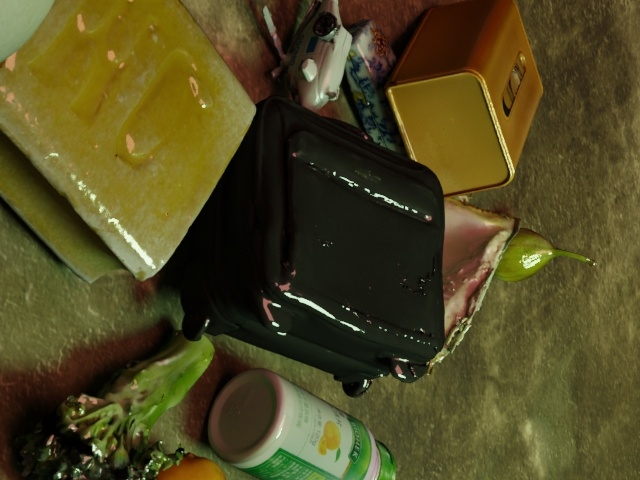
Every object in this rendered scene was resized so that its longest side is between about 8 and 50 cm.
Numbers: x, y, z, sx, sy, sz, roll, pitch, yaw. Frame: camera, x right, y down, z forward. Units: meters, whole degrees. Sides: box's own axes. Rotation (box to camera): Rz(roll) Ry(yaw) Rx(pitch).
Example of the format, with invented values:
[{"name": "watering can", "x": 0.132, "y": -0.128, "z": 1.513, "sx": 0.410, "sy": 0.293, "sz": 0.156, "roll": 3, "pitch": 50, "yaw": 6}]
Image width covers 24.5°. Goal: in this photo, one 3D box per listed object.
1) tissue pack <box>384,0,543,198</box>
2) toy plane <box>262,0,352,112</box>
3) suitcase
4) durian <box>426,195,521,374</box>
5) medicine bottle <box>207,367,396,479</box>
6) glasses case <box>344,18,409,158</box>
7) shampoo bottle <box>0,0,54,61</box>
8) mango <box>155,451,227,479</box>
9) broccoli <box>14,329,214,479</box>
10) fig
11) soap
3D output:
[{"name": "tissue pack", "x": 0.216, "y": -0.210, "z": 2.126, "sx": 0.274, "sy": 0.145, "sz": 0.194, "roll": -62, "pitch": 138, "yaw": -52}, {"name": "toy plane", "x": 0.013, "y": -0.290, "z": 1.986, "sx": 0.182, "sy": 0.107, "sz": 0.273, "roll": 58, "pitch": 48, "yaw": -39}, {"name": "suitcase", "x": 0.000, "y": 0.000, "z": 1.889, "sx": 0.345, "sy": 0.188, "sz": 0.339, "roll": 23, "pitch": 58, "yaw": -37}, {"name": "durian", "x": 0.135, "y": 0.027, "z": 2.109, "sx": 0.196, "sy": 0.185, "sz": 0.305, "roll": 39, "pitch": 69, "yaw": -11}, {"name": "medicine bottle", "x": -0.016, "y": 0.275, "z": 1.955, "sx": 0.274, "sy": 0.133, "sz": 0.133, "roll": 36, "pitch": 66, "yaw": -44}, {"name": "glasses case", "x": 0.092, "y": -0.197, "z": 2.103, "sx": 0.248, "sy": 0.065, "sz": 0.087, "roll": 65, "pitch": 35, "yaw": -29}, {"name": "shampoo bottle", "x": -0.408, "y": -0.289, "z": 1.352, "sx": 0.317, "sy": 0.323, "sz": 0.322, "roll": -13, "pitch": 101, "yaw": -55}, {"name": "mango", "x": -0.196, "y": 0.353, "z": 1.772, "sx": 0.219, "sy": 0.112, "sz": 0.144, "roll": -54, "pitch": 131, "yaw": -26}, {"name": "broccoli", "x": -0.221, "y": 0.204, "z": 1.743, "sx": 0.165, "sy": 0.145, "sz": 0.304, "roll": 39, "pitch": 43, "yaw": 1}, {"name": "fig", "x": 0.345, "y": 0.017, "z": 2.339, "sx": 0.093, "sy": 0.166, "sz": 0.093, "roll": -9, "pitch": 90, "yaw": -87}, {"name": "soap", "x": -0.257, "y": -0.160, "z": 1.657, "sx": 0.335, "sy": 0.156, "sz": 0.293, "roll": 54, "pitch": 50, "yaw": -36}]
